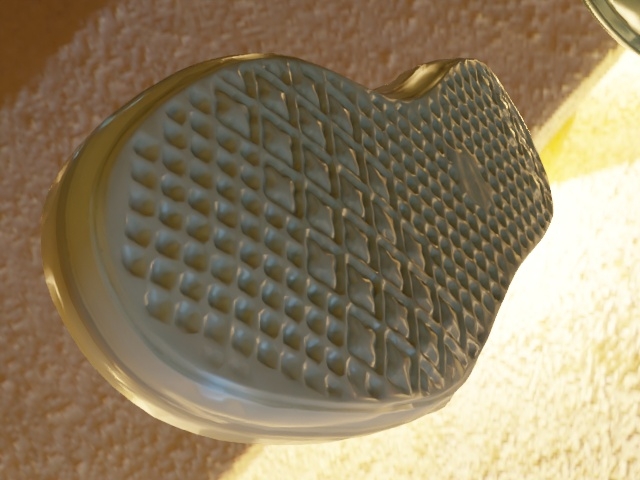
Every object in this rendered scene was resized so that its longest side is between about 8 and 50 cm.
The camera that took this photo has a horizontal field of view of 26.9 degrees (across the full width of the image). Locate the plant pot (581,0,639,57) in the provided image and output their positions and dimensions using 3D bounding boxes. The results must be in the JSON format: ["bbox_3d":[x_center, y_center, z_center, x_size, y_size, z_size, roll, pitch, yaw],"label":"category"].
[{"bbox_3d":[0.335,-0.181,0.655,0.341,0.341,0.334,-22,-150,-7],"label":"plant pot"}]

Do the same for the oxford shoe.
[{"bbox_3d":[0.000,0.000,0.633,0.130,0.449,0.169,-24,-89,23],"label":"oxford shoe"}]
